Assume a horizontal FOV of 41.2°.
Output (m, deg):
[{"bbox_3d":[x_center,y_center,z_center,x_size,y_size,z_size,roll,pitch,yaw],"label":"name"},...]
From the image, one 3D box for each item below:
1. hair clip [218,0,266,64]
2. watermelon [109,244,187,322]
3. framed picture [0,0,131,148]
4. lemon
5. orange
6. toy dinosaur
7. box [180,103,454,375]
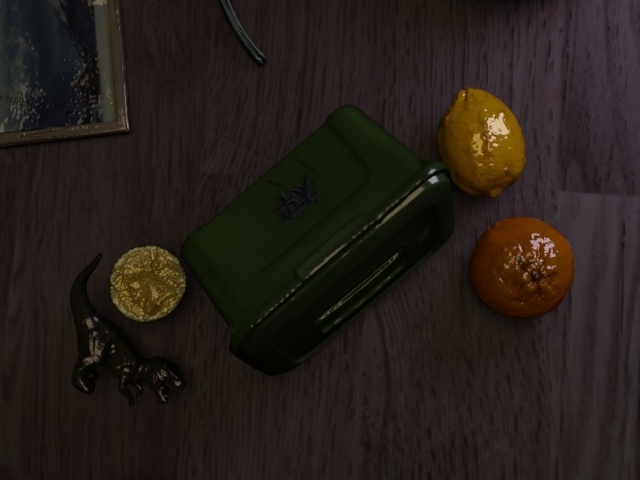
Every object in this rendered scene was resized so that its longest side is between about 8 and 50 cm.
[{"bbox_3d":[-0.130,-0.356,1.227,0.070,0.039,0.229,-17,86,1],"label":"hair clip"},{"bbox_3d":[-0.230,0.062,1.155,0.105,0.062,0.105,0,73,2],"label":"watermelon"},{"bbox_3d":[-0.408,-0.304,1.237,0.247,0.022,0.335,-6,82,2],"label":"framed picture"},{"bbox_3d":[0.212,-0.130,1.134,0.114,0.114,0.155,-16,82,1],"label":"lemon"},{"bbox_3d":[0.263,0.034,1.107,0.135,0.117,0.135,1,78,-3],"label":"orange"},{"bbox_3d":[-0.252,0.122,1.127,0.187,0.087,0.179,26,95,-14],"label":"toy dinosaur"},{"bbox_3d":[0.000,0.000,1.071,0.329,0.253,0.178,-39,69,-3],"label":"box"}]
